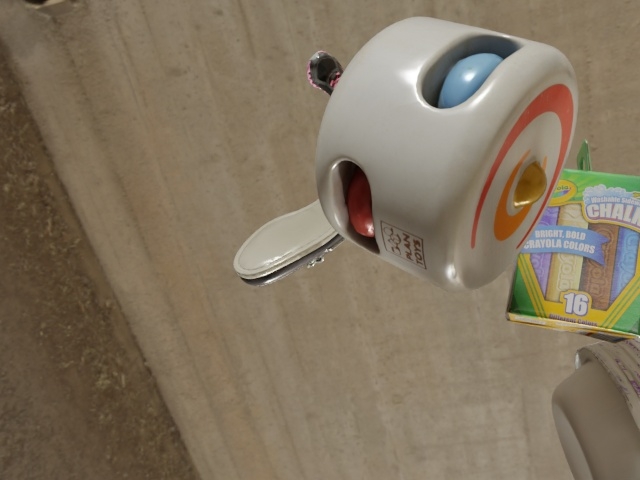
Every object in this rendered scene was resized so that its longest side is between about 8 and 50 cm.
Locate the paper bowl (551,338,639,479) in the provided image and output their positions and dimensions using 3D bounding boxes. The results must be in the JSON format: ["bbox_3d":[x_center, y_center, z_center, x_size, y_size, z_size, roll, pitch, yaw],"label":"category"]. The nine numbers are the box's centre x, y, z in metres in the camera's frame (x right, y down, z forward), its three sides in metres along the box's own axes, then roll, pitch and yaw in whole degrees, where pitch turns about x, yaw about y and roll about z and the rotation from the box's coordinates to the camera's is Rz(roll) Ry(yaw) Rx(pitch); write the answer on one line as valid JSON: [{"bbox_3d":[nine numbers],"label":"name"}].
[{"bbox_3d":[0.414,0.276,0.770,0.284,0.148,0.284,-17,90,-83],"label":"paper bowl"}]

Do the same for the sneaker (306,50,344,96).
[{"bbox_3d":[0.028,-0.195,0.744,0.057,0.047,0.119,38,-3,42],"label":"sneaker"}]

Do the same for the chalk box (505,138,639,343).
[{"bbox_3d":[0.295,-0.004,0.653,0.132,0.132,0.213,33,69,-69],"label":"chalk box"}]

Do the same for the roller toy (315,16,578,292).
[{"bbox_3d":[0.104,-0.061,0.450,0.191,0.146,0.209,2,112,-53],"label":"roller toy"}]

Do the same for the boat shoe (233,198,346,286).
[{"bbox_3d":[0.000,0.000,0.593,0.206,0.075,0.065,-36,130,-37],"label":"boat shoe"}]
